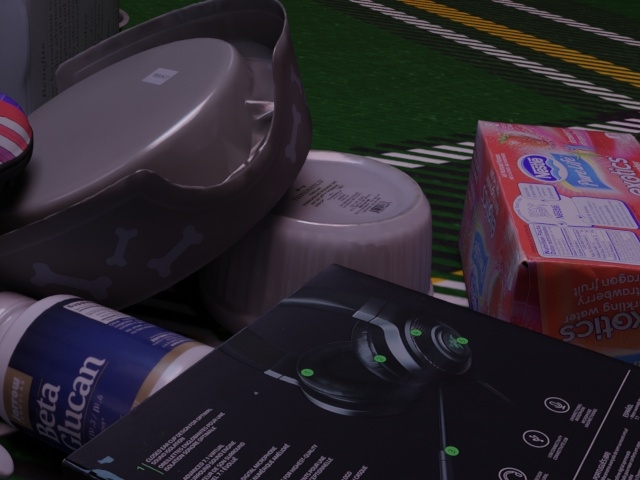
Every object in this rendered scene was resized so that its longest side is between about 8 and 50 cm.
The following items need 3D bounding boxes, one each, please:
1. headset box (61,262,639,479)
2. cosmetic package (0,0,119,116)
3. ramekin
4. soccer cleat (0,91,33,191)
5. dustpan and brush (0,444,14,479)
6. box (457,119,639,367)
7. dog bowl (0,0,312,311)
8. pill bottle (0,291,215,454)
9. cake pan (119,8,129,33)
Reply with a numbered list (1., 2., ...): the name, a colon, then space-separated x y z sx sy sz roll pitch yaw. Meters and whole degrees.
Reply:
1. headset box: 0.044 0.143 0.458 0.283 0.131 0.246 18 29 24
2. cosmetic package: -0.434 -0.292 1.032 0.328 0.329 0.393 6 25 -1
3. ramekin: 0.000 0.000 0.771 0.207 0.109 0.207 5 25 -2
4. soccer cleat: -0.267 -0.078 0.541 0.109 0.116 0.318 6 16 8
5. dustpan and brush: -0.212 0.080 0.450 0.060 0.211 0.147 -34 32 0
6. box: 0.205 0.016 0.739 0.154 0.142 0.300 6 25 0
7. dog bowl: -0.163 -0.069 0.734 0.349 0.102 0.348 -20 32 13
8. pill bottle: -0.147 0.089 0.572 0.169 0.094 0.094 16 28 24
9. cake pan: -0.457 -0.342 1.445 0.293 0.054 0.293 5 26 -2
